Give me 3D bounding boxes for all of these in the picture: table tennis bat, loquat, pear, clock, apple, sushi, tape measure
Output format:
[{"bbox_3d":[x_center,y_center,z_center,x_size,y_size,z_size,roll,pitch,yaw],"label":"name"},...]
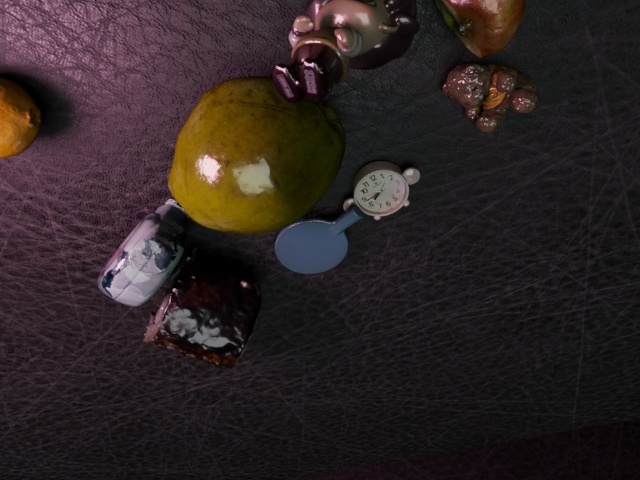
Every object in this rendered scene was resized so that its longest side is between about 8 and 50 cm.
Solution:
[{"bbox_3d":[0.000,0.000,1.221,0.215,0.044,0.329,34,129,-24],"label":"table tennis bat"},{"bbox_3d":[-0.748,-0.275,0.904,0.235,0.187,0.176,6,138,3],"label":"loquat"},{"bbox_3d":[-0.142,-0.183,0.937,0.414,0.352,0.352,-33,122,8],"label":"pear"},{"bbox_3d":[0.167,-0.143,1.143,0.229,0.063,0.155,-26,126,20],"label":"clock"},{"bbox_3d":[0.324,-0.479,0.825,0.195,0.173,0.160,40,132,-21],"label":"apple"},{"bbox_3d":[-0.341,0.217,1.229,0.294,0.281,0.299,25,141,-17],"label":"sushi"},{"bbox_3d":[-0.472,0.048,1.118,0.147,0.256,0.275,38,111,-22],"label":"tape measure"}]

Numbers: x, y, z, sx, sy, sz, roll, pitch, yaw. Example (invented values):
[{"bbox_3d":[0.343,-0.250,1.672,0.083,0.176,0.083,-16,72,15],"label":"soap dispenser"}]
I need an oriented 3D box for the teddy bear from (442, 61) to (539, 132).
[{"bbox_3d":[0.390,-0.356,0.962,0.190,0.177,0.140,13,79,-14],"label":"teddy bear"}]

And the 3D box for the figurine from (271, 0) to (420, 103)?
[{"bbox_3d":[0.037,-0.411,0.779,0.218,0.365,0.206,-7,117,46],"label":"figurine"}]
